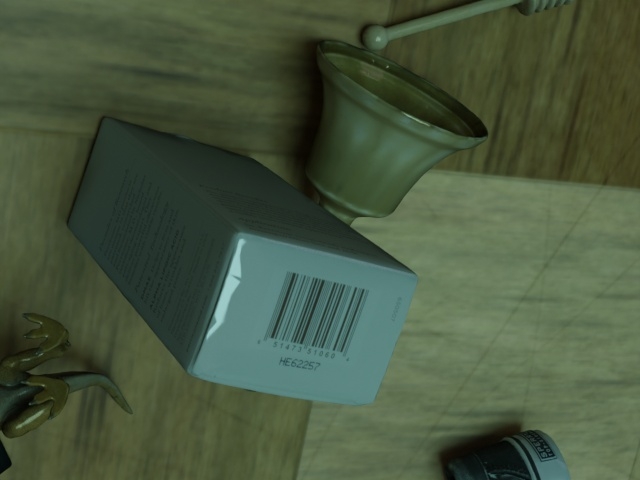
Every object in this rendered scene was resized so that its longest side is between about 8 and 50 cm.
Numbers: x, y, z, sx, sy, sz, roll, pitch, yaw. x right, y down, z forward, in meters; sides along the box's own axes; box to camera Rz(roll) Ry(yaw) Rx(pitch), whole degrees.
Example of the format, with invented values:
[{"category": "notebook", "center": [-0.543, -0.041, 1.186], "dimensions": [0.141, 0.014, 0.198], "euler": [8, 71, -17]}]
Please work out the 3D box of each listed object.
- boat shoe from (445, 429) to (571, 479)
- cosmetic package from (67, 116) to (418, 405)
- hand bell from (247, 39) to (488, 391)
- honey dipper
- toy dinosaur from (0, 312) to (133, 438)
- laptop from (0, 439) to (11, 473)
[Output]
[{"category": "boat shoe", "center": [0.158, 0.308, 1.043], "dimensions": [0.105, 0.113, 0.306], "euler": [-14, 112, -15]}, {"category": "cosmetic package", "center": [-0.055, 0.006, 0.751], "dimensions": [0.117, 0.231, 0.085], "euler": [15, 101, -30]}, {"category": "hand bell", "center": [0.000, 0.000, 0.873], "dimensions": [0.126, 0.126, 0.242], "euler": [16, 113, -31]}, {"category": "honey dipper", "center": [0.102, -0.160, 0.891], "dimensions": [0.160, 0.030, 0.030], "euler": [-18, 115, -18]}, {"category": "toy dinosaur", "center": [-0.180, 0.093, 0.781], "dimensions": [0.211, 0.112, 0.064], "euler": [-20, 75, -47]}, {"category": "laptop", "center": [-0.272, 0.105, 0.690], "dimensions": [0.234, 0.264, 0.136], "euler": [-38, 86, -35]}]
